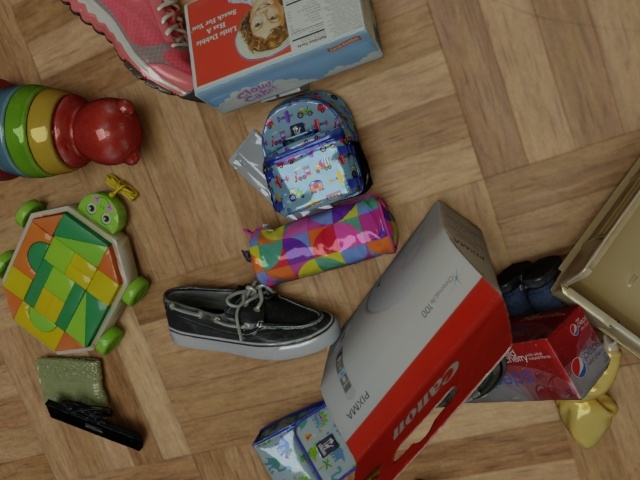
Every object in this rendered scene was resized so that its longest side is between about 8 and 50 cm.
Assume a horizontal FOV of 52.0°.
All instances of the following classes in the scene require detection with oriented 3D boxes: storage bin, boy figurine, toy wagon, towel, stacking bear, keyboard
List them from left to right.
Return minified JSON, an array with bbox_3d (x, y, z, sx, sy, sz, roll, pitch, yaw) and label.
[{"bbox_3d":[-0.432,-0.179,1.080,0.288,0.164,0.176,2,104,11],"label":"stacking bear"},{"bbox_3d":[-0.481,0.274,1.267,0.148,0.027,0.110,-3,102,18],"label":"towel"},{"bbox_3d":[-0.437,0.037,1.174,0.267,0.068,0.344,35,110,6],"label":"toy wagon"},{"bbox_3d":[-0.423,0.338,1.245,0.192,0.038,0.100,20,143,0],"label":"keyboard"},{"bbox_3d":[-0.039,-0.067,1.064,0.256,0.014,0.072,44,105,2],"label":"keyboard"},{"bbox_3d":[0.357,0.167,0.950,0.177,0.092,0.285,-22,99,48],"label":"boy figurine"},{"bbox_3d":[0.479,0.034,0.829,0.262,0.123,0.260,37,86,4],"label":"storage bin"}]

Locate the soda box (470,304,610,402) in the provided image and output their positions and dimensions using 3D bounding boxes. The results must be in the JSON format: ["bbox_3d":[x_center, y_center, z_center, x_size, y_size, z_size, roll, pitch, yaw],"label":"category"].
[{"bbox_3d":[0.261,0.166,0.917,0.092,0.083,0.263,59,148,-2],"label":"soda box"}]

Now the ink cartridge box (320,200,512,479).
[{"bbox_3d":[0.104,0.138,0.869,0.091,0.385,0.308,34,110,-3],"label":"ink cartridge box"}]

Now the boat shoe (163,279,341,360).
[{"bbox_3d":[-0.119,0.117,1.077,0.306,0.113,0.105,3,119,25],"label":"boat shoe"}]

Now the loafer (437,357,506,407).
[{"bbox_3d":[0.158,0.207,0.934,0.096,0.084,0.267,54,149,5],"label":"loafer"}]

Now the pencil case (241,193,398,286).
[{"bbox_3d":[0.000,0.000,1.010,0.236,0.104,0.105,-14,99,13],"label":"pencil case"}]

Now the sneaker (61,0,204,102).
[{"bbox_3d":[-0.263,-0.341,1.007,0.314,0.116,0.136,43,109,3],"label":"sneaker"}]

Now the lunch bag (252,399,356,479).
[{"bbox_3d":[-0.019,0.358,1.120,0.151,0.096,0.129,-28,92,6],"label":"lunch bag"}]

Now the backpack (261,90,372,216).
[{"bbox_3d":[-0.016,-0.136,0.982,0.158,0.117,0.174,-14,94,13],"label":"backpack"}]

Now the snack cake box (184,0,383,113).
[{"bbox_3d":[-0.057,-0.301,0.942,0.264,0.089,0.152,-15,75,19],"label":"snack cake box"}]

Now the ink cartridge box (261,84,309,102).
[{"bbox_3d":[-0.064,-0.232,1.009,0.083,0.048,0.028,-12,99,20],"label":"ink cartridge box"}]
